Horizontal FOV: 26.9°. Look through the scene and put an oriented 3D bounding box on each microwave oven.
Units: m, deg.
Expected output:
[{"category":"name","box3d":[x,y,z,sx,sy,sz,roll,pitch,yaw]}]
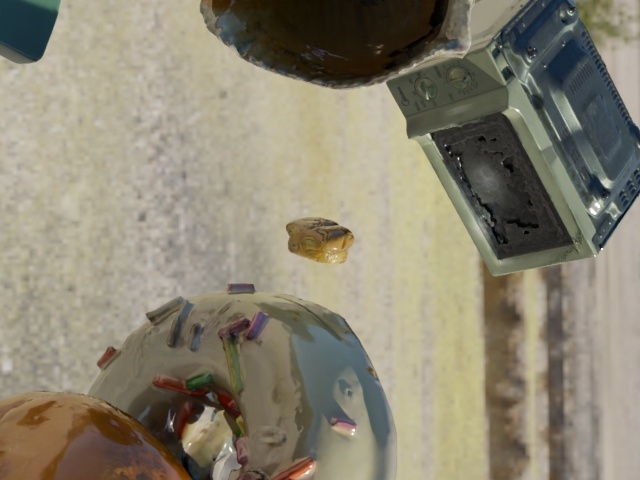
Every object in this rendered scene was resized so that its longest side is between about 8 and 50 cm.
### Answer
[{"category":"microwave oven","box3d":[0.313,-0.172,1.981,0.286,0.218,0.355,-45,112,-40]}]

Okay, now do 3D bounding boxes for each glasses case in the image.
[{"category":"glasses case","box3d":[-0.333,-0.235,1.244,0.184,0.039,0.078,27,73,-38]}]

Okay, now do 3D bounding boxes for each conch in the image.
[{"category":"conch","box3d":[0.053,-0.293,1.437,0.210,0.352,0.297,19,51,-63]}]

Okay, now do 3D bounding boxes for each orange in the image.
[{"category":"orange","box3d":[-0.208,0.231,1.021,0.240,0.240,0.240,-1,90,-74]}]

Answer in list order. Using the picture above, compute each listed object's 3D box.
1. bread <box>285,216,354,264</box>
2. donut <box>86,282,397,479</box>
[{"category":"bread","box3d":[0.000,0.000,1.609,0.083,0.081,0.046,-138,-124,-59]},{"category":"donut","box3d":[-0.104,0.218,1.261,0.142,0.382,0.383,29,58,-44]}]
